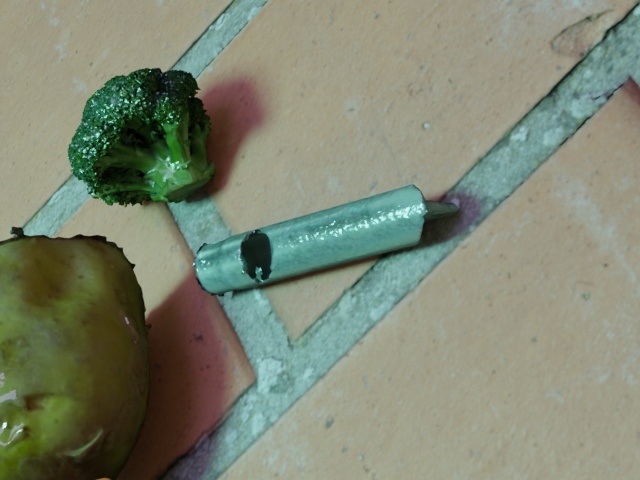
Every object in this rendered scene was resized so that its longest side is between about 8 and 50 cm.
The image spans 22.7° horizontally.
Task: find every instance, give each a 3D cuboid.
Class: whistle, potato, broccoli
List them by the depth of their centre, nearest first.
[{"bbox_3d":[0.000,0.000,1.627,0.312,0.062,0.062,-15,56,38],"label":"whistle"},{"bbox_3d":[-0.285,0.169,1.652,0.288,0.301,0.237,-57,47,20],"label":"potato"},{"bbox_3d":[-0.204,-0.112,1.823,0.195,0.195,0.156,-35,83,24],"label":"broccoli"}]

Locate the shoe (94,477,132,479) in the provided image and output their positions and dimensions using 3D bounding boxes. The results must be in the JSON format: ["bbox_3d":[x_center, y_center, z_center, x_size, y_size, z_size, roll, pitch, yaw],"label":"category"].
[{"bbox_3d":[-0.258,0.371,1.564,0.336,0.171,0.132,-55,42,2],"label":"shoe"}]
